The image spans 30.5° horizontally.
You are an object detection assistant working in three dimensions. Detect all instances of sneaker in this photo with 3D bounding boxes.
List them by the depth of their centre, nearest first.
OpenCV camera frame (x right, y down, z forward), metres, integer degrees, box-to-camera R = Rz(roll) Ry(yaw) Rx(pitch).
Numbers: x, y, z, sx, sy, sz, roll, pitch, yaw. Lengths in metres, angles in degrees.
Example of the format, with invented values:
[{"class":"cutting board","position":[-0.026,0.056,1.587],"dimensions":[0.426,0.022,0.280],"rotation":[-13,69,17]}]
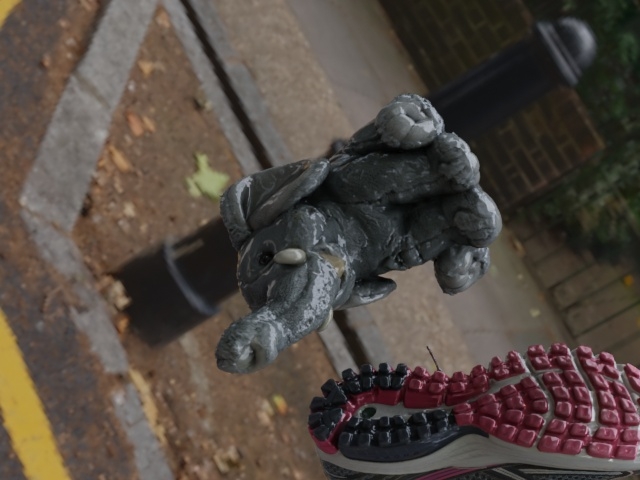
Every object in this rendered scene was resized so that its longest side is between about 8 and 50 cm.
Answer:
[{"class":"sneaker","position":[0.144,0.163,0.980],"dimensions":[0.121,0.299,0.112],"rotation":[-74,156,-48]}]

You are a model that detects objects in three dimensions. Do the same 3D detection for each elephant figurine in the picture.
[{"class":"elephant figurine","position":[0.000,0.000,0.889],"dimensions":[0.169,0.239,0.186],"rotation":[57,-11,20]}]
